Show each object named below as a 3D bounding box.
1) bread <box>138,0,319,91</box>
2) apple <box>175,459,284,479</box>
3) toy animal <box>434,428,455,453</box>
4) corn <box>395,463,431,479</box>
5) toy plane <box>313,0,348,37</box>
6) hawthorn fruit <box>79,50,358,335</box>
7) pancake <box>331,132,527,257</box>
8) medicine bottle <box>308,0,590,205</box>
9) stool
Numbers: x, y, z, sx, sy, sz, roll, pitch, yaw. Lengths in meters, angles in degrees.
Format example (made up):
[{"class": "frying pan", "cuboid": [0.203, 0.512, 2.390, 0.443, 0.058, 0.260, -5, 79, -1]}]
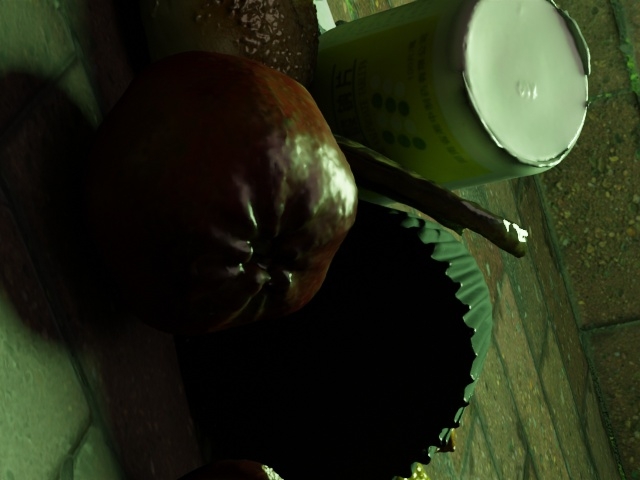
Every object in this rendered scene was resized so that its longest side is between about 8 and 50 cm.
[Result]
[{"class": "bread", "cuboid": [-0.094, -0.251, 2.035, 0.305, 0.159, 0.305, -12, 90, -72]}, {"class": "apple", "cuboid": [-0.084, 0.278, 1.711, 0.158, 0.147, 0.156, 71, 32, -53]}, {"class": "toy animal", "cuboid": [0.113, 0.180, 2.455, 0.298, 0.122, 0.185, -53, 126, -45]}, {"class": "corn", "cuboid": [0.105, 0.354, 2.320, 0.120, 0.120, 0.363, -81, 155, -51]}, {"class": "toy plane", "cuboid": [-0.030, -0.282, 2.366, 0.251, 0.101, 0.255, -14, 91, -62]}, {"class": "hawthorn fruit", "cuboid": [-0.112, -0.056, 1.775, 0.300, 0.254, 0.254, 43, -16, 50]}, {"class": "pancake", "cuboid": [0.089, -0.048, 1.923, 0.033, 0.288, 0.286, -62, 149, -1]}, {"class": "medicine bottle", "cuboid": [0.097, -0.151, 2.138, 0.214, 0.379, 0.213, 8, 77, -39]}, {"class": "stool", "cuboid": [0.039, 0.095, 2.023, 0.330, 0.297, 0.297, -16, 93, -77]}]
